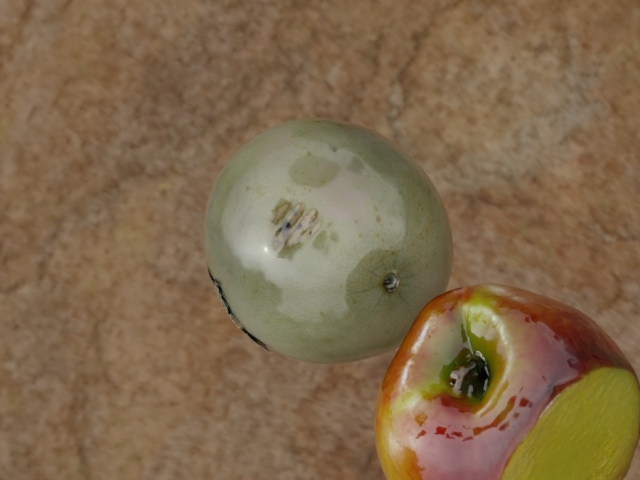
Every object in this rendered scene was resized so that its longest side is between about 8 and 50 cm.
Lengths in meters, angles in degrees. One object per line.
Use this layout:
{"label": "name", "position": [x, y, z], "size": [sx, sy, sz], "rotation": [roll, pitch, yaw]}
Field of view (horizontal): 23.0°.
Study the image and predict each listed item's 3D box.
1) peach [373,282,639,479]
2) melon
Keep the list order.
{"label": "peach", "position": [0.180, 0.175, 1.483], "size": [0.248, 0.275, 0.245], "rotation": [-26, 39, 5]}
{"label": "melon", "position": [0.000, 0.000, 1.744], "size": [0.268, 0.268, 0.330], "rotation": [-59, 32, 1]}
